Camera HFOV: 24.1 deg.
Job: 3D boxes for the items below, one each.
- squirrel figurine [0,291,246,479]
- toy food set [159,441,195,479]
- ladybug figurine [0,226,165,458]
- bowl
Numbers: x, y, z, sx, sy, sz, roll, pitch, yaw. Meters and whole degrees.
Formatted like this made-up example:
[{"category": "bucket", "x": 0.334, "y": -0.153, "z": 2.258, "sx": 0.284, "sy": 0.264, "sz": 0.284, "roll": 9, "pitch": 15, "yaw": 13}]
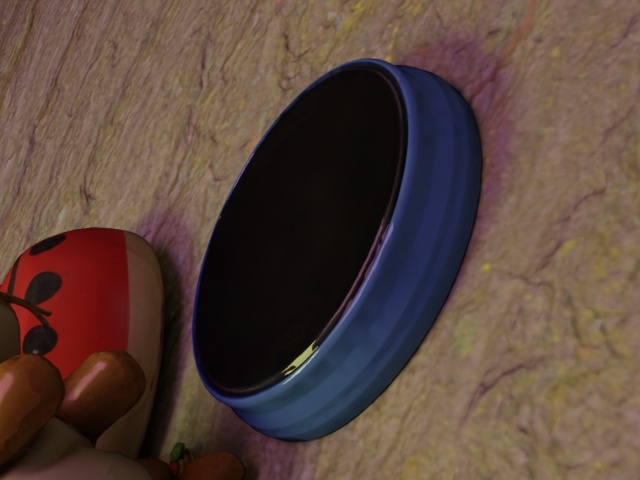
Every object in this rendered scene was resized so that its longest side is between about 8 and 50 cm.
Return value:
[{"category": "squirrel figurine", "x": -0.335, "y": 0.242, "z": 1.467, "sx": 0.370, "sy": 0.281, "sz": 0.397, "roll": 42, "pitch": 121, "yaw": 17}, {"category": "toy food set", "x": -0.159, "y": 0.256, "z": 1.580, "sx": 0.083, "sy": 0.020, "sz": 0.082, "roll": -46, "pitch": 32, "yaw": 33}, {"category": "ladybug figurine", "x": -0.313, "y": 0.155, "z": 1.787, "sx": 0.305, "sy": 0.162, "sz": 0.449, "roll": -43, "pitch": 34, "yaw": 36}, {"category": "bowl", "x": 0.000, "y": 0.000, "z": 1.458, "sx": 0.391, "sy": 0.077, "sz": 0.391, "roll": -42, "pitch": 34, "yaw": 37}]
